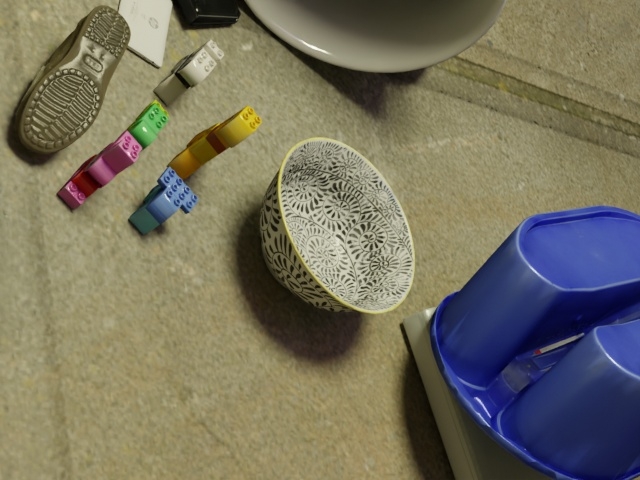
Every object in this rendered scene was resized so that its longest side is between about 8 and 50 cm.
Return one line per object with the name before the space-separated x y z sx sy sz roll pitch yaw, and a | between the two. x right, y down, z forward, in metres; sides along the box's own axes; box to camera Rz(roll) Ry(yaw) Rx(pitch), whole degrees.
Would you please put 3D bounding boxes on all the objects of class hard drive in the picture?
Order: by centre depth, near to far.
hard drive | 0.200 0.211 1.401 0.203 0.040 0.308 -2 70 -49

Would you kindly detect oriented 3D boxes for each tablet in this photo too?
tablet | -0.159 -0.200 1.278 0.054 0.006 0.083 31 47 -33

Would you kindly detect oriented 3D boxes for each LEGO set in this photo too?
LEGO set | -0.111 -0.089 1.192 0.087 0.093 0.227 49 39 -15

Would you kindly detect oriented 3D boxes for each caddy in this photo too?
caddy | 0.257 0.108 1.356 0.341 0.179 0.241 -7 52 -48

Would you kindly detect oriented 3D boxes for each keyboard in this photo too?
keyboard | -0.143 -0.286 1.336 0.108 0.023 0.180 -12 76 -59

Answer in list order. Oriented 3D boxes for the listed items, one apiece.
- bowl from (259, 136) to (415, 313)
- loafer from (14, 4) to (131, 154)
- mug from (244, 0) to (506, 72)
bowl | 0.000 0.000 1.273 0.170 0.080 0.170 26 50 -36
loafer | -0.203 -0.126 1.151 0.056 0.050 0.148 41 58 -19
mug | 0.083 -0.348 1.461 0.374 0.276 0.328 70 24 -45
